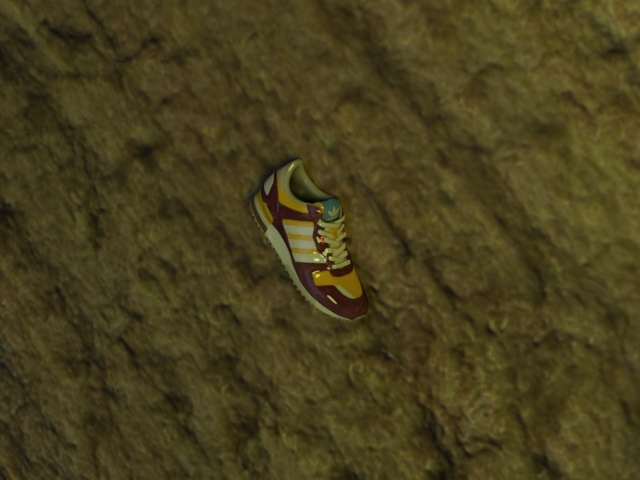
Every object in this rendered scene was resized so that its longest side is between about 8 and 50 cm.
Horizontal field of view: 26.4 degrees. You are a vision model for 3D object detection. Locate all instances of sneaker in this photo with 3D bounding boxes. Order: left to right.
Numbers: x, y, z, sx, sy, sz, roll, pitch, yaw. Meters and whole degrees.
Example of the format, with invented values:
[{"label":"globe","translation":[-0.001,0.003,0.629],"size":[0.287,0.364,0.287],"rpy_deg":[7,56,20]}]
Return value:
[{"label":"sneaker","translation":[0.000,0.000,1.478],"size":[0.185,0.069,0.084],"rpy_deg":[52,126,10]}]
